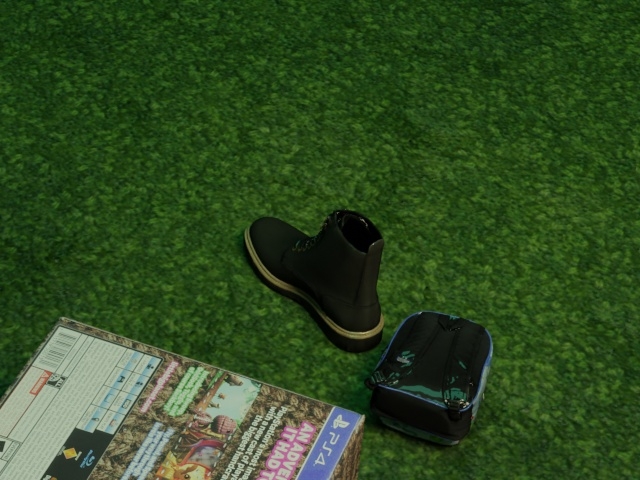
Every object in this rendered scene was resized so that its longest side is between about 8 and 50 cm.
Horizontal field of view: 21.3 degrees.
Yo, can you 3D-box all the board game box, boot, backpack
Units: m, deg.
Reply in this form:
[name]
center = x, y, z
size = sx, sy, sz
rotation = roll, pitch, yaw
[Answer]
[board game box]
center = -0.140, 0.225, 1.425
size = 0.291, 0.141, 0.232
rotation = 17, 43, 13
[boot]
center = 0.000, 0.000, 1.695
size = 0.077, 0.137, 0.198
rotation = -28, 51, -32
[backpack]
center = 0.105, 0.128, 1.600
size = 0.105, 0.084, 0.114
rotation = 17, 48, 12
